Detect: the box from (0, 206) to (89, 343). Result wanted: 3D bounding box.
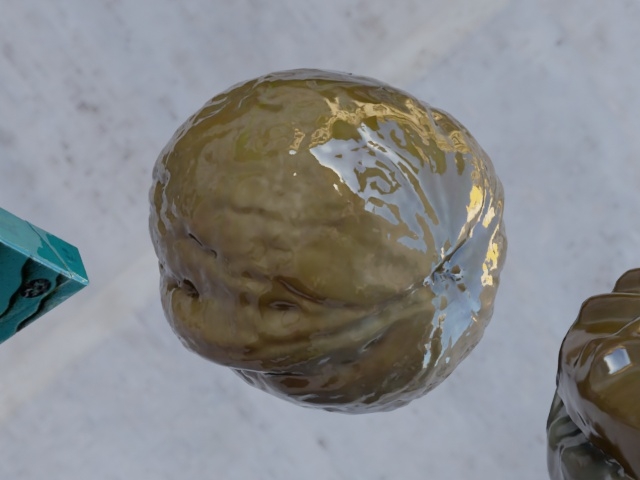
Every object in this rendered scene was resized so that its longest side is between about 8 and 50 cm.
[{"bbox_3d":[-0.285,0.023,1.235,0.226,0.161,0.042,33,30,-54],"label":"box"}]

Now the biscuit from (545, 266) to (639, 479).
[{"bbox_3d":[0.259,0.073,0.804,0.332,0.332,0.103,25,-58,61],"label":"biscuit"}]

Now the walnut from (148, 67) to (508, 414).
[{"bbox_3d":[0.000,0.000,1.578,0.333,0.333,0.333,47,-13,15],"label":"walnut"}]
